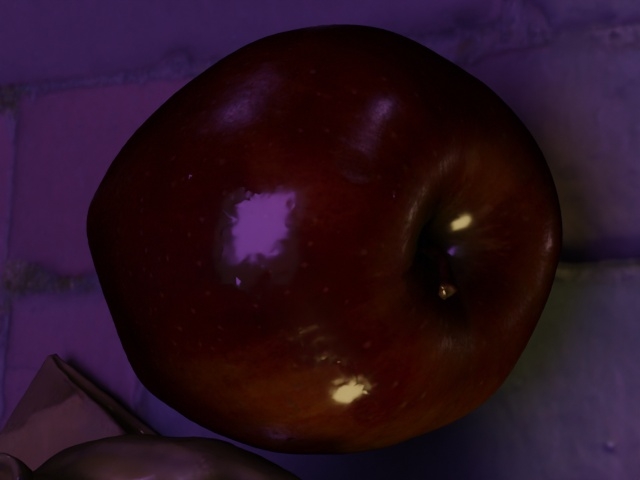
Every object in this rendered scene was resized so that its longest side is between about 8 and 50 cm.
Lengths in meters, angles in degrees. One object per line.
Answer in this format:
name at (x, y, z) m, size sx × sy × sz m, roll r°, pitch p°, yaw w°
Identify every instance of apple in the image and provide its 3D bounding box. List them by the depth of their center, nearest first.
apple at (0.000, 0.000, 1.066) m, size 0.317 × 0.288 × 0.288 m, roll -3°, pitch 81°, yaw 55°

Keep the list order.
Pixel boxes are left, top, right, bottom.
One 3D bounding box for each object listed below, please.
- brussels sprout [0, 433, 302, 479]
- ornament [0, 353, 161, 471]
brussels sprout at (-0.111, 0.302, 1.044) m, size 0.361 × 0.425 × 0.342 m, roll 4°, pitch 58°, yaw 58°
ornament at (-0.211, 0.179, 1.327) m, size 0.201 × 0.059 × 0.180 m, roll -22°, pitch 68°, yaw 33°
